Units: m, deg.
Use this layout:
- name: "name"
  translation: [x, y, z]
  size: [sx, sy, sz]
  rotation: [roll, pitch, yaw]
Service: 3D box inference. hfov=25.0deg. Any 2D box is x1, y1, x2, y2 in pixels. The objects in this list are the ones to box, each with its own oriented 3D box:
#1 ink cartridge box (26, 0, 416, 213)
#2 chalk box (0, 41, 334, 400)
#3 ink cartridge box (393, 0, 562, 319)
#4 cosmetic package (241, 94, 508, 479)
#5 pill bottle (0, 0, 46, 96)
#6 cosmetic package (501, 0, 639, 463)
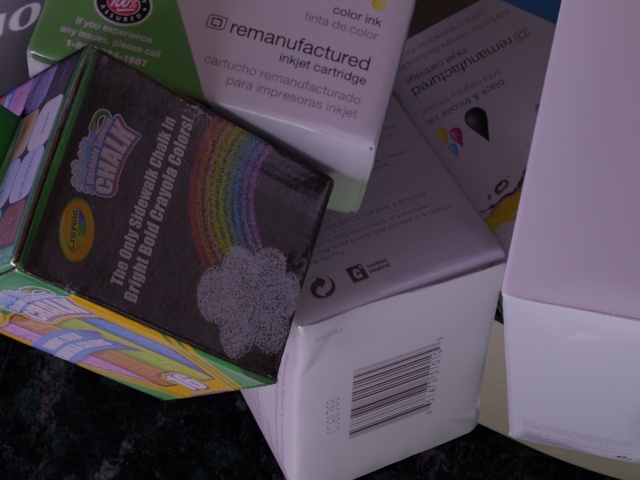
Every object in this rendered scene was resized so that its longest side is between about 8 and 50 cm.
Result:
- name: "ink cartridge box"
  translation: [-0.036, -0.182, 0.872]
  size: [0.201, 0.278, 0.117]
  rotation: [15, 159, 0]
- name: "chalk box"
  translation: [-0.125, -0.012, 0.790]
  size: [0.213, 0.132, 0.132]
  rotation: [28, 156, -28]
- name: "ink cartridge box"
  translation: [0.198, -0.032, 1.044]
  size: [0.198, 0.270, 0.197]
  rotation: [-28, 154, 3]
- name: "cosmetic package"
  translation: [-0.029, -0.035, 1.065]
  size: [0.156, 0.385, 0.217]
  rotation: [-18, 144, -16]
- name: "pill bottle"
  translation: [-0.250, -0.207, 0.952]
  size: [0.210, 0.210, 0.363]
  rotation: [16, 147, -3]
- name: "cosmetic package"
  translation: [0.180, -0.092, 0.800]
  size: [0.097, 0.377, 0.284]
  rotation: [11, 161, 10]
